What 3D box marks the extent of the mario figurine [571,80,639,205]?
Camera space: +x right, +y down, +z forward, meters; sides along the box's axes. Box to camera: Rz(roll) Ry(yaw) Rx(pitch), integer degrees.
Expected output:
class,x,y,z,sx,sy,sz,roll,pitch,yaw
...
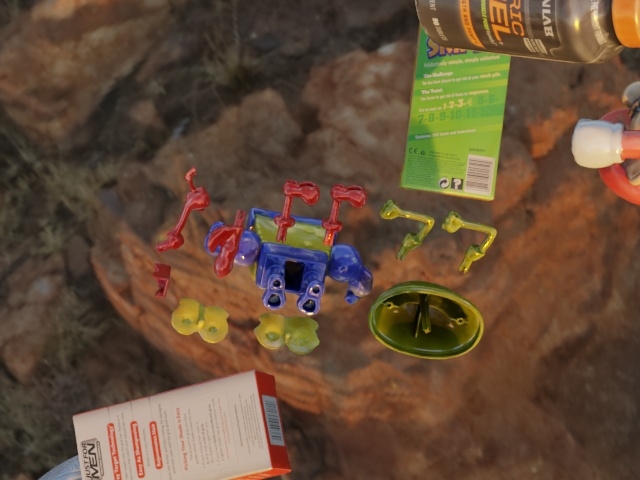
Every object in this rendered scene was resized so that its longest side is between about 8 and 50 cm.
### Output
class,x,y,z,sx,sy,sz,roll,pitch,yaw
mario figurine,0.388,-0.155,1.355,0.198,0.320,0.170,17,63,-14

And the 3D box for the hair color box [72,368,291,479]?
class,x,y,z,sx,sy,sz,roll,pitch,yaw
hair color box,-0.097,0.141,0.889,0.141,0.043,0.072,-15,74,14

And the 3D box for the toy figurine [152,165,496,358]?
class,x,y,z,sx,sy,sz,roll,pitch,yaw
toy figurine,0.000,0.000,1.439,0.362,0.191,0.217,8,19,-7

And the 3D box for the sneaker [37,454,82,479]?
class,x,y,z,sx,sy,sz,roll,pitch,yaw
sneaker,-0.255,0.329,1.173,0.101,0.153,0.268,-30,13,43

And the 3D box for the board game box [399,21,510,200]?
class,x,y,z,sx,sy,sz,roll,pitch,yaw
board game box,0.180,-0.188,1.672,0.124,0.039,0.259,8,89,-5

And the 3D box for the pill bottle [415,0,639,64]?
class,x,y,z,sx,sy,sz,roll,pitch,yaw
pill bottle,0.224,-0.243,1.249,0.245,0.130,0.130,14,62,40
